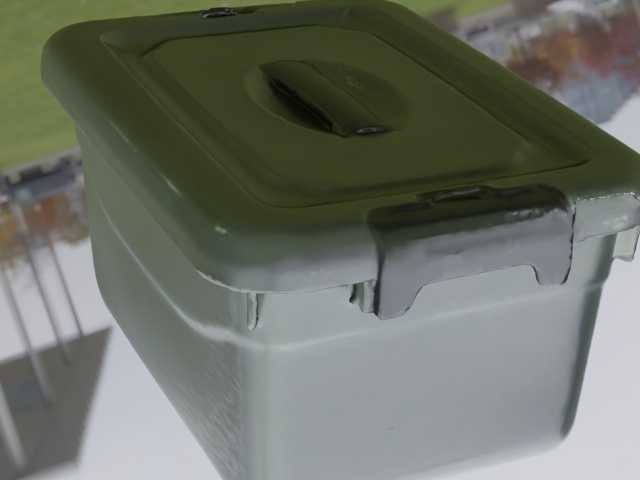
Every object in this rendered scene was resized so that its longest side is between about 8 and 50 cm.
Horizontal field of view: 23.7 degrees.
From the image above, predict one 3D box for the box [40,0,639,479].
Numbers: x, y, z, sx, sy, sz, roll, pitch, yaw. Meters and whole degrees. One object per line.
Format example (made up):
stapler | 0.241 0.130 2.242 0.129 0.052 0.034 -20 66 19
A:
box | 0.000 0.000 0.425 0.124 0.093 0.172 -9 -152 -22
